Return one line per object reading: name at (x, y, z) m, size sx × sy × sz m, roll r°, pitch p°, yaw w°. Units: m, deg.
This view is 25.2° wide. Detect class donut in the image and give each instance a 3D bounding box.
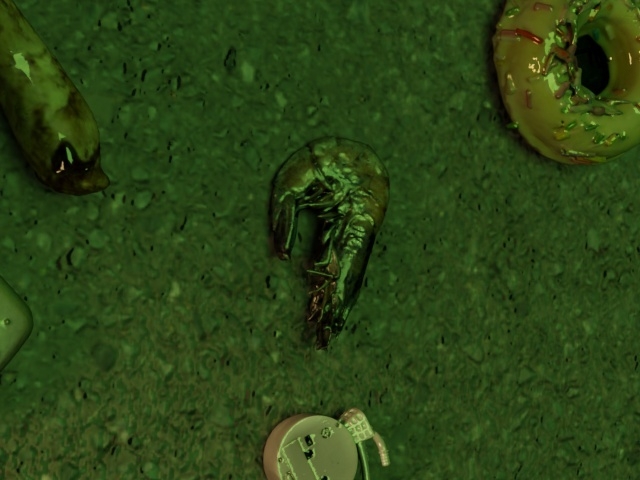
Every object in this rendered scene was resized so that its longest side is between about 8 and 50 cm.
donut at (0.217, -0.143, 1.145) m, size 0.175 × 0.068 × 0.174 m, roll 0°, pitch 90°, yaw -31°

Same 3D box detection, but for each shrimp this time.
shrimp at (0.000, 0.000, 1.041) m, size 0.091 × 0.034 × 0.161 m, roll 16°, pitch 75°, yaw -17°

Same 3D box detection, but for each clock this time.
clock at (0.012, 0.184, 1.035) m, size 0.087 × 0.041 × 0.129 m, roll -20°, pitch 95°, yaw -26°

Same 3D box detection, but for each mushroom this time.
mushroom at (-0.258, -0.166, 0.843) m, size 0.208 × 0.233 × 0.301 m, roll -18°, pitch 141°, yaw -20°

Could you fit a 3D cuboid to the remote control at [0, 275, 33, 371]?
remote control at (-0.280, 0.000, 0.869) m, size 0.098 × 0.038 × 0.233 m, roll -47°, pitch 110°, yaw -23°
